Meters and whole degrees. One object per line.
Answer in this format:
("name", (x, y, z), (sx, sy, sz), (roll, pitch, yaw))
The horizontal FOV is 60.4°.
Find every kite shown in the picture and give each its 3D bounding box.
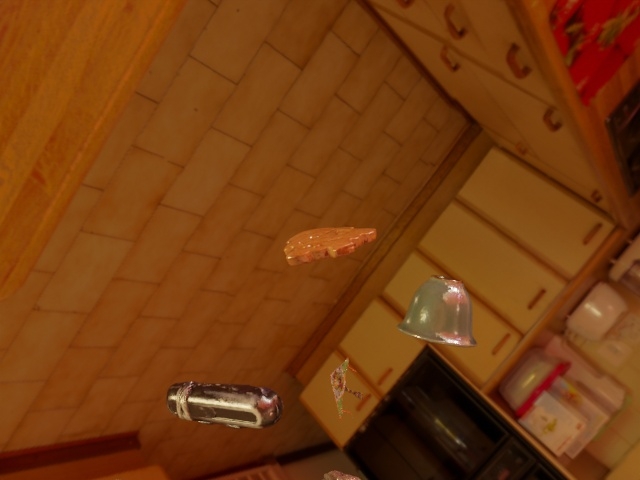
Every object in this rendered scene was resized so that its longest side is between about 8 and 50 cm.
("kite", (0.081, 0.444, 1.630), (0.244, 0.006, 0.198), (48, 41, -49))

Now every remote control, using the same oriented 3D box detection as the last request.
("remote control", (-0.205, 0.331, 1.096), (0.066, 0.266, 0.090), (-14, 100, -68))

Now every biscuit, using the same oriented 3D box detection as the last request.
("biscuit", (0.000, 0.000, 1.626), (0.284, 0.306, 0.043), (-19, 106, -22))

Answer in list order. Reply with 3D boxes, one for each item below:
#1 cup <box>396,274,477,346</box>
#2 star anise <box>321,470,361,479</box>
("cup", (0.298, 0.165, 1.357), (0.199, 0.199, 0.150), (8, 93, -53))
("star anise", (0.123, 0.700, 1.350), (0.139, 0.316, 0.359), (-22, 135, -19))
